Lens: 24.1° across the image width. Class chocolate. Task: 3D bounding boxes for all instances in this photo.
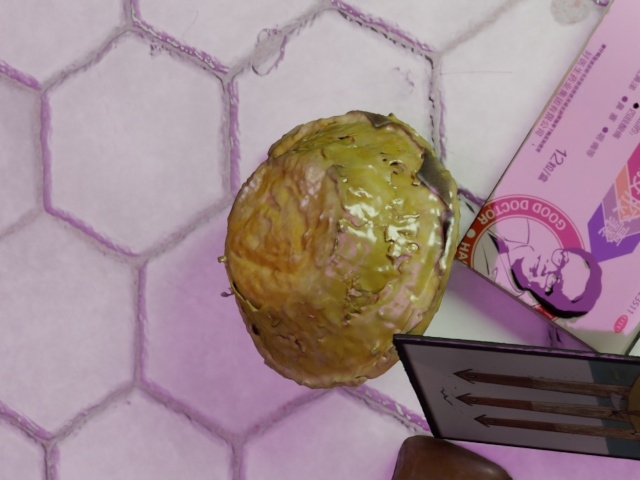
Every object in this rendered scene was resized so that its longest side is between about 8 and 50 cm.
[{"bbox_3d":[0.115,0.354,1.657,0.157,0.080,0.254,22,98,18],"label":"chocolate"}]

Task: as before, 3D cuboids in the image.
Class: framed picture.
[{"bbox_3d":[0.252,0.167,1.533,0.323,0.244,0.013,3,60,18],"label":"framed picture"}]

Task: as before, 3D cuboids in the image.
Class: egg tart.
[{"bbox_3d":[0.001,0.000,1.616,0.341,0.132,0.341,-20,61,40],"label":"egg tart"}]

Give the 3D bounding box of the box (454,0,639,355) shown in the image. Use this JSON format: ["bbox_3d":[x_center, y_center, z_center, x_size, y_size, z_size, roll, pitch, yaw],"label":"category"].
[{"bbox_3d":[0.323,-0.071,1.591,0.214,0.069,0.353,35,103,16],"label":"box"}]
